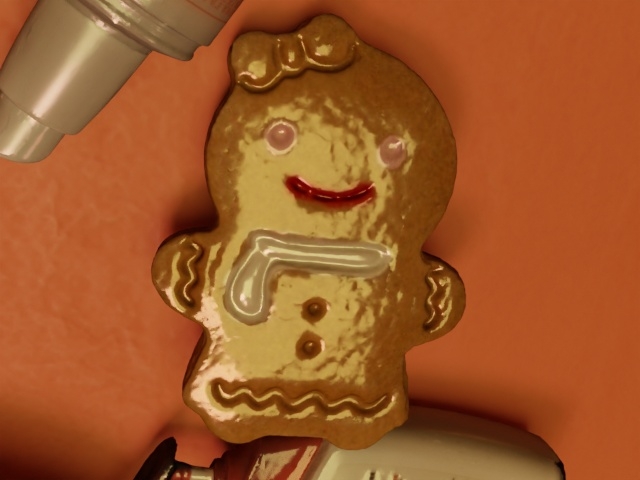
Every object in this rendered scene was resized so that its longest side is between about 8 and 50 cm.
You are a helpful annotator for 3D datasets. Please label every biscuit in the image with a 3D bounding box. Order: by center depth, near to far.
[{"bbox_3d":[0.001,0.000,0.542,0.184,0.035,0.248,8,99,-12],"label":"biscuit"}]

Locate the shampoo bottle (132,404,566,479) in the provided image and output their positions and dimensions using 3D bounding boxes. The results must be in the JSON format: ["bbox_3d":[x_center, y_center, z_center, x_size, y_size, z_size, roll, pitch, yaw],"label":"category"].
[{"bbox_3d":[0.013,0.174,0.629,0.284,0.071,0.153,15,106,-16],"label":"shampoo bottle"}]

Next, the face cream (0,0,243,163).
[{"bbox_3d":[-0.079,-0.139,0.451,0.101,0.101,0.251,34,102,-24],"label":"face cream"}]
